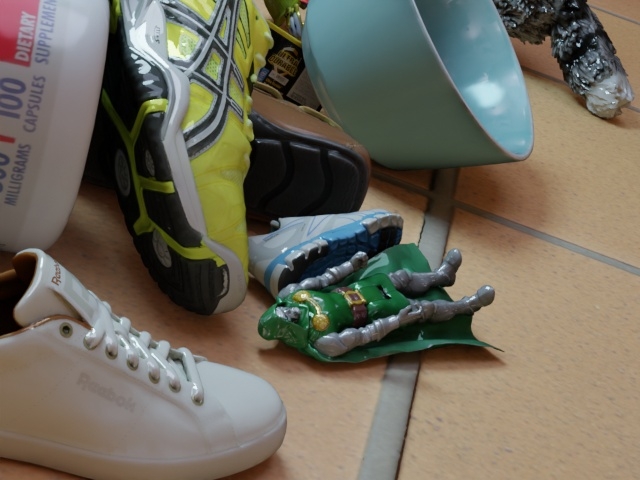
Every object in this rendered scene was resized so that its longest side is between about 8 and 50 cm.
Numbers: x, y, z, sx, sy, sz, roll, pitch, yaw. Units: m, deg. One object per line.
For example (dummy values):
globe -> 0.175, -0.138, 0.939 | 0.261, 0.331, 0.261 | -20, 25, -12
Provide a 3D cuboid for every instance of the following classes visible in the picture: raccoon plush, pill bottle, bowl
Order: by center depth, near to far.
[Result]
pill bottle -> -0.377, -0.132, 0.959 | 0.408, 0.229, 0.229 | 10, 26, -19
bowl -> 0.093, -0.202, 1.447 | 0.311, 0.163, 0.311 | 45, 33, -39
raccoon plush -> 0.236, -0.331, 1.991 | 0.216, 0.299, 0.446 | 11, 54, -54

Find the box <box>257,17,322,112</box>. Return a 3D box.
box -> -0.161, -0.270, 1.494 | 0.322, 0.079, 0.257 | 36, 9, 32

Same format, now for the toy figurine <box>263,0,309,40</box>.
toy figurine -> -0.081, -0.388, 1.652 | 0.217, 0.191, 0.362 | 28, 7, -9

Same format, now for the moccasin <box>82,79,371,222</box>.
moccasin -> -0.136, -0.118, 1.224 | 0.380, 0.139, 0.147 | 12, 19, -11

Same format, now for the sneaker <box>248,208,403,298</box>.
sneaker -> 0.000, 0.000, 1.164 | 0.083, 0.071, 0.191 | 28, 25, 31

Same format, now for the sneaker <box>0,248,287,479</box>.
sneaker -> -0.143, 0.077, 0.829 | 0.290, 0.123, 0.106 | 9, 24, -25

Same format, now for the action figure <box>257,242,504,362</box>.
action figure -> 0.042, 0.055, 1.089 | 0.232, 0.063, 0.137 | -10, 46, -41

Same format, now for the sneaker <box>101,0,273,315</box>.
sneaker -> -0.100, -0.129, 1.071 | 0.147, 0.145, 0.384 | -6, 73, -24
